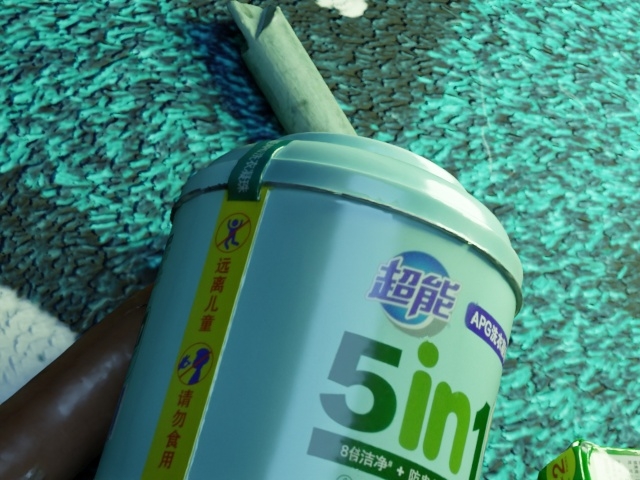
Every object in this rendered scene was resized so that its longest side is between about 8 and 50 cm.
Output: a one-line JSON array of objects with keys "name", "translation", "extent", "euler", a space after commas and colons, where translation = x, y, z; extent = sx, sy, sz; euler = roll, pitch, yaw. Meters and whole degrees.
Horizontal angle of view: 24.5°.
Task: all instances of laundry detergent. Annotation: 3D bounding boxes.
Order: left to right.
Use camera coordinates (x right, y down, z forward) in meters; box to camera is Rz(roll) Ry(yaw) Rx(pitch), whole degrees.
[{"name": "laundry detergent", "translation": [-0.001, 0.091, 1.134], "extent": [0.287, 0.287, 0.305], "euler": [17, 70, -6]}]

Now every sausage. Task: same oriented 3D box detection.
[{"name": "sausage", "translation": [-0.241, 0.169, 1.167], "extent": [0.419, 0.094, 0.094], "euler": [-40, 92, -33]}]

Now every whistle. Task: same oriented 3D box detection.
[{"name": "whistle", "translation": [-0.005, -0.115, 1.444], "extent": [0.062, 0.062, 0.312], "euler": [-19, 65, -27]}]

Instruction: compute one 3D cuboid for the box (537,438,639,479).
[{"name": "box", "translation": [0.318, 0.268, 1.270], "extent": [0.250, 0.103, 0.180], "euler": [6, 57, -12]}]
